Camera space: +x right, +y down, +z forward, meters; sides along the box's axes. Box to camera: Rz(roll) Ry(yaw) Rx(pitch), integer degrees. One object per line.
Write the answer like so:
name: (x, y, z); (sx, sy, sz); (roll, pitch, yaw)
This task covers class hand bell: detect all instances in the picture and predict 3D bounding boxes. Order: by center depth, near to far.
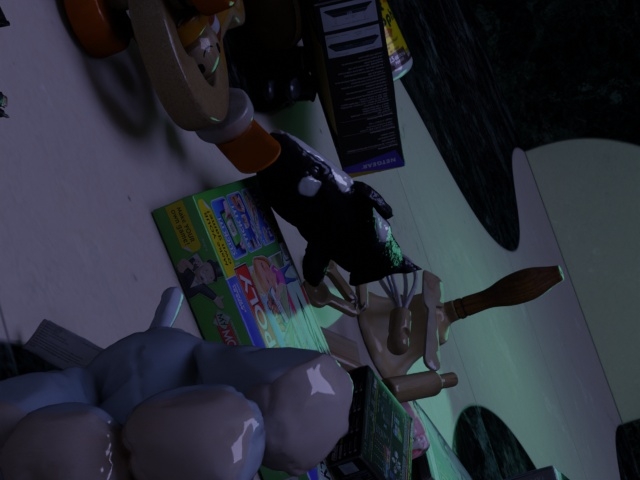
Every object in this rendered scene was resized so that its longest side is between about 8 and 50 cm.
hand bell: (0.178, 0.079, 1.967); (0.126, 0.242, 0.126); (57, 20, -34)

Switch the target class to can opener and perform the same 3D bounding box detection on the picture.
can opener: (-0.043, -0.184, 1.917); (0.186, 0.059, 0.073); (-56, 133, -74)

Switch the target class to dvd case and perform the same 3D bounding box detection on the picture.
dvd case: (0.173, 0.313, 1.980); (0.221, 0.018, 0.164); (53, 13, -27)

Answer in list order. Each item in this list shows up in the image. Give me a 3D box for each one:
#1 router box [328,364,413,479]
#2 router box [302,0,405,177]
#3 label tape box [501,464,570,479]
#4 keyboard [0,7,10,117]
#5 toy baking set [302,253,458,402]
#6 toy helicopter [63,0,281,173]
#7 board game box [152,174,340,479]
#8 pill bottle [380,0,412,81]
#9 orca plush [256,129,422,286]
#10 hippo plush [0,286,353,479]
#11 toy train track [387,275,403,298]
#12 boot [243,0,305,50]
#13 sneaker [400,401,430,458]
router box: (0.050, 0.195, 1.565); (0.092, 0.038, 0.122); (51, 29, -31)
router box: (0.023, -0.261, 1.997); (0.309, 0.081, 0.243); (-106, -176, -55)
label tape box: (0.350, 0.508, 2.213); (0.249, 0.115, 0.348); (42, 29, -57)
keyboard: (-0.301, -0.173, 1.106); (0.201, 0.033, 0.317); (63, 16, 6)
toy baking set: (0.081, 0.092, 1.832); (0.256, 0.030, 0.197); (1, 60, -45)
toy helicopter: (-0.111, -0.199, 1.583); (0.355, 0.140, 0.235); (-75, 142, -69)
board game box: (-0.048, 0.099, 1.557); (0.317, 0.046, 0.213); (68, 15, -2)
pill bottle: (0.036, -0.313, 2.245); (0.215, 0.117, 0.117); (64, 16, -15)
orca plush: (0.000, 0.000, 1.683); (0.102, 0.151, 0.287); (-61, 157, -14)
hippo plush: (-0.112, 0.190, 1.043); (0.294, 0.234, 0.237); (14, -65, 57)
toy train track: (0.103, 0.068, 2.153); (0.048, 0.014, 0.083); (19, 51, -70)
boot: (-0.115, -0.325, 1.860); (0.115, 0.112, 0.305); (-57, 135, -34)
sneaker: (0.091, 0.211, 1.855); (0.134, 0.051, 0.070); (49, 19, -59)
